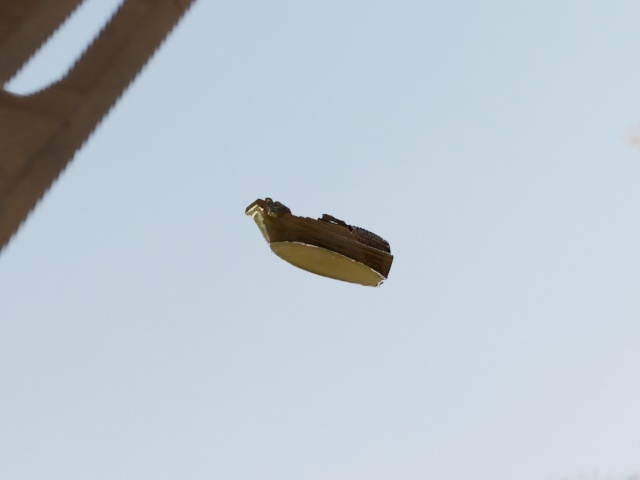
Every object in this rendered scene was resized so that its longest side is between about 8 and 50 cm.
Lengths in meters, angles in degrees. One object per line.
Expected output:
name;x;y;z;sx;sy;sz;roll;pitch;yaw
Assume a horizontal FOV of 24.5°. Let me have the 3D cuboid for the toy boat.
toy boat;0.000;0.000;1.288;0.149;0.047;0.049;20;-129;-29
